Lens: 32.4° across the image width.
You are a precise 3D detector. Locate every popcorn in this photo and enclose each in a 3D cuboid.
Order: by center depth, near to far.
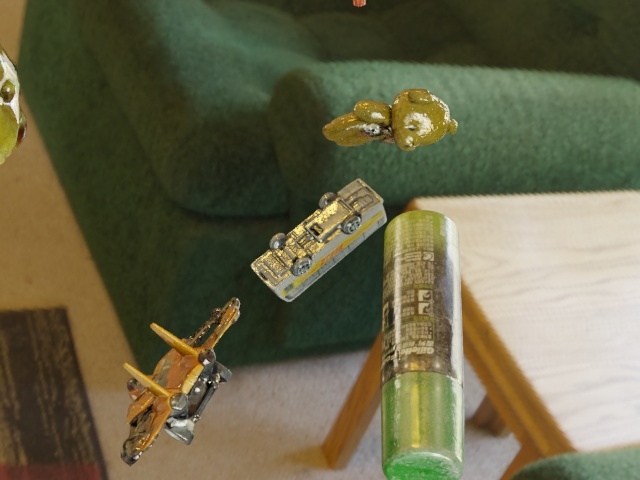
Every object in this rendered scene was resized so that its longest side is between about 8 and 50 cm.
[{"bbox_3d":[-0.486,-0.187,1.466,0.169,0.218,0.189,-9,33,2],"label":"popcorn"}]

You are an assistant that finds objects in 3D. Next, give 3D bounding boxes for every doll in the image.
[{"bbox_3d":[0.109,-0.179,1.786,0.137,0.209,0.097,35,48,-53],"label":"doll"}]

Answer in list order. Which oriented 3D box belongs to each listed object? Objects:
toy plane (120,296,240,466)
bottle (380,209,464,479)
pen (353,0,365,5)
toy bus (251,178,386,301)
[{"bbox_3d":[-0.174,0.175,1.253,0.103,0.316,0.204,33,69,-1],"label":"toy plane"},{"bbox_3d":[0.114,0.115,1.239,0.093,0.093,0.330,14,49,-11],"label":"bottle"},{"bbox_3d":[0.064,-0.527,1.971,0.028,0.239,0.028,-3,42,3],"label":"pen"},{"bbox_3d":[0.000,0.000,1.467,0.190,0.075,0.064,-41,59,-8],"label":"toy bus"}]
